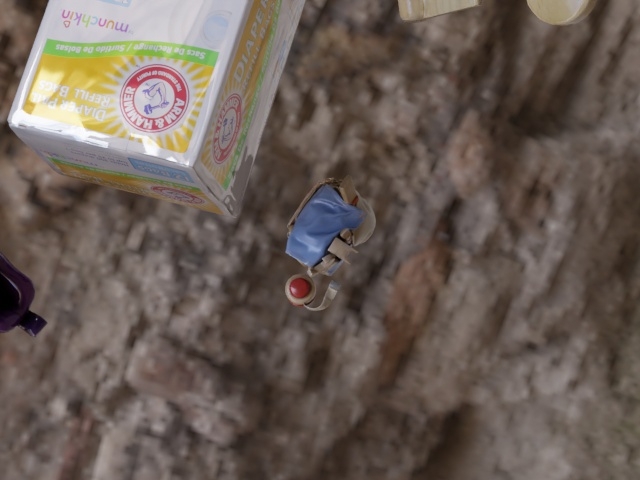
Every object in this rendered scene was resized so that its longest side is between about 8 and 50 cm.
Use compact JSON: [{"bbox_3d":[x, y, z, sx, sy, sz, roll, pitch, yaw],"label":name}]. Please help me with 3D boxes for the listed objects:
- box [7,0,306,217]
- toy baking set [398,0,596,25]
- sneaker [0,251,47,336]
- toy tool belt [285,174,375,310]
[{"bbox_3d":[-0.079,-0.129,1.005,0.114,0.103,0.203,15,79,14],"label":"box"},{"bbox_3d":[0.100,-0.217,0.831,0.196,0.030,0.256,23,108,34],"label":"toy baking set"},{"bbox_3d":[-0.228,-0.015,0.980,0.098,0.224,0.083,21,77,30],"label":"sneaker"},{"bbox_3d":[0.000,0.000,1.123,0.052,0.051,0.083,29,84,13],"label":"toy tool belt"}]
